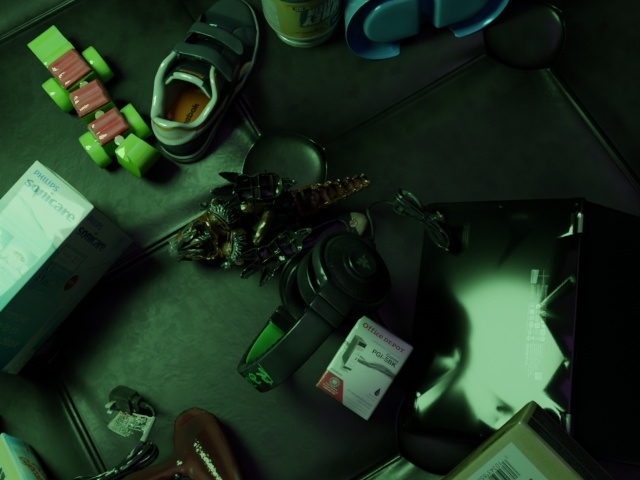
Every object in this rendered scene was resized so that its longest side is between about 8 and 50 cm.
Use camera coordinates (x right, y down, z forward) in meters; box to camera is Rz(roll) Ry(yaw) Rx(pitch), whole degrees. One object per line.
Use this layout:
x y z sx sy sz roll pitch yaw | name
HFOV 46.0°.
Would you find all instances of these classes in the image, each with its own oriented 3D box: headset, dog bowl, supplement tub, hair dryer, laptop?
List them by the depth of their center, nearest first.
-0.231 0.350 1.131 0.293 0.080 0.224 10 52 16 | hair dryer
0.040 0.079 1.146 0.185 0.243 0.394 41 71 -7 | headset
0.381 0.148 1.212 0.407 0.236 0.382 0 73 32 | laptop
-0.033 -0.430 1.282 0.144 0.200 0.144 -1 76 3 | supplement tub
0.177 -0.414 1.295 0.297 0.166 0.074 -16 64 -1 | dog bowl

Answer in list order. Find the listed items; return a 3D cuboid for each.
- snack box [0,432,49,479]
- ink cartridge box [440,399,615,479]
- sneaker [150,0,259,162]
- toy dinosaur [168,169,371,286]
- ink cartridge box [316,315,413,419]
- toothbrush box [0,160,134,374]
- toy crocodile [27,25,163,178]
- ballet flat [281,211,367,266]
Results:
-0.522 0.461 1.096 0.060 0.187 0.322 40 78 -32 | snack box
0.278 0.373 1.047 0.193 0.088 0.235 45 116 13 | ink cartridge box
-0.194 -0.298 1.297 0.126 0.127 0.321 16 76 8 | sneaker
-0.089 -0.046 1.180 0.322 0.218 0.164 -41 94 3 | toy dinosaur
0.071 0.198 1.187 0.099 0.056 0.135 32 86 10 | ink cartridge box
-0.458 0.050 1.174 0.126 0.216 0.295 37 79 10 | toothbrush box
-0.393 -0.240 1.300 0.115 0.105 0.340 -35 77 -6 | toy crocodile
0.000 0.000 1.250 0.173 0.049 0.057 -24 77 -4 | ballet flat
